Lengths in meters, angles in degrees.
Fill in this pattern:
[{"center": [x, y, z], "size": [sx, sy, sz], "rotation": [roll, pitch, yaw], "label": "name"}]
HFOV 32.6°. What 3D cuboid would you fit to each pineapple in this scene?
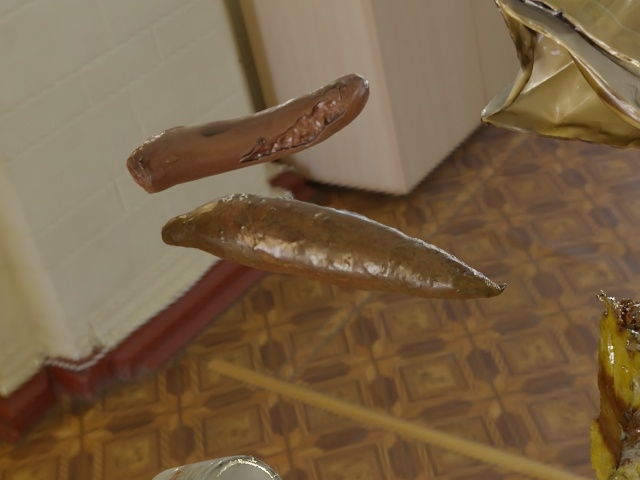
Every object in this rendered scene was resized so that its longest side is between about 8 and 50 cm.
[{"center": [0.298, 0.123, 0.917], "size": [0.135, 0.233, 0.079], "rotation": [-14, 46, -4], "label": "pineapple"}]

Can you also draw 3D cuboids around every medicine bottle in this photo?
[{"center": [-0.064, 0.156, 0.636], "size": [0.057, 0.057, 0.089], "rotation": [-37, 6, -34], "label": "medicine bottle"}]

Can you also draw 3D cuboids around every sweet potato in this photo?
[{"center": [0.000, 0.000, 0.898], "size": [0.314, 0.066, 0.072], "rotation": [9, 68, 22], "label": "sweet potato"}]

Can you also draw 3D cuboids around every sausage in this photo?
[{"center": [-0.078, -0.124, 1.281], "size": [0.304, 0.078, 0.078], "rotation": [-18, 31, -11], "label": "sausage"}]

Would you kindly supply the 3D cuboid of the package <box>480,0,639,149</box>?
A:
[{"center": [0.285, -0.228, 0.929], "size": [0.221, 0.165, 0.311], "rotation": [13, 45, 40], "label": "package"}]
